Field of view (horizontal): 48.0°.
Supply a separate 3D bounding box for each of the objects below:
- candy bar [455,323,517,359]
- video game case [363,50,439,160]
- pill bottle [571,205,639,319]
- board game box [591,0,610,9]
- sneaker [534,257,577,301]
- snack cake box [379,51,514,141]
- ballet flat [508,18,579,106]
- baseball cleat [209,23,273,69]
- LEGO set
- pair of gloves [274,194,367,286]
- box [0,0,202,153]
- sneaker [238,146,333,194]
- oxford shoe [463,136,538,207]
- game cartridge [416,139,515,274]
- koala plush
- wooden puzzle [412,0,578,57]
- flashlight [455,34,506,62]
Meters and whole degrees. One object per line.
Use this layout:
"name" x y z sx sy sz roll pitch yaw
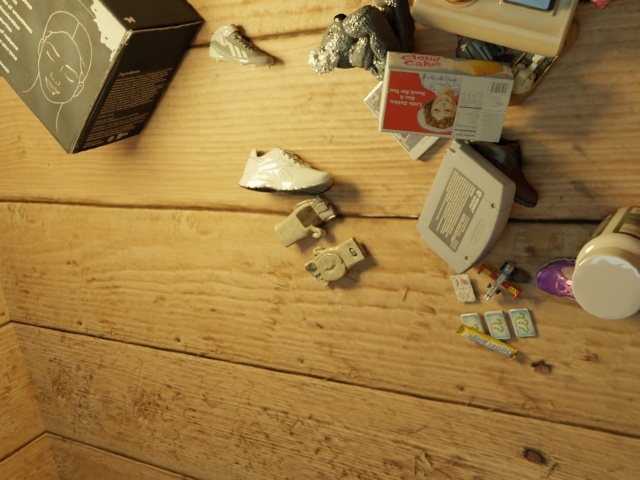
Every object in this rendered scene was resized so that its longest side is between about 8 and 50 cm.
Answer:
"candy bar" 0.425 0.257 1.831 0.162 0.018 0.040 26 134 12
"video game case" 0.224 -0.322 1.730 0.201 0.023 0.183 51 128 6
"pill bottle" 0.613 0.044 1.457 0.161 0.283 0.161 14 117 29
"board game box" 0.538 -0.572 1.393 0.193 0.045 0.147 50 128 6
"sneaker" 0.595 0.109 1.614 0.237 0.105 0.095 13 118 31
"snack cake box" 0.265 -0.307 1.545 0.265 0.089 0.152 6 130 1
"ballet flat" 0.447 -0.375 1.523 0.080 0.073 0.232 42 128 9
"baseball cleat" -0.214 -0.518 1.913 0.206 0.072 0.109 14 110 25
"LEGO set" 0.412 0.144 1.782 0.183 0.060 0.244 -10 107 36
"pair of gloves" 0.000 0.000 2.010 0.204 0.042 0.240 -40 87 35
"box" -0.673 -0.594 2.045 0.480 0.297 0.471 49 130 8
"sneaker" -0.096 -0.189 1.947 0.297 0.111 0.129 8 89 30
"oxford shoe" 0.422 -0.172 1.624 0.227 0.083 0.096 50 127 6
"game cartridge" 0.337 -0.068 1.673 0.198 0.062 0.297 43 141 24
"koala plush" 0.089 -0.451 1.653 0.221 0.196 0.203 0 128 38
"wooden puzzle" 0.361 -0.562 1.405 0.322 0.080 0.347 21 115 19
"flashlight" 0.273 -0.505 1.572 0.304 0.103 0.103 57 169 -3
